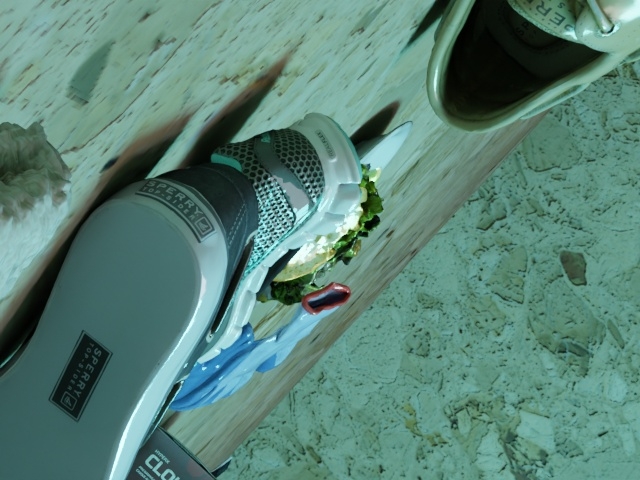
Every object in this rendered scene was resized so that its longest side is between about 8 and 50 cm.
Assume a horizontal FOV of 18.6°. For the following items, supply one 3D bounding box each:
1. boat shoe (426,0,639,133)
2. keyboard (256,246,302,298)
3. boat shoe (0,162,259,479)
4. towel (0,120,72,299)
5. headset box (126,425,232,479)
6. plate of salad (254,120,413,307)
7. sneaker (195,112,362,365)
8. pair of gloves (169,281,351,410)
[{"bbox_3d":[0.149,-0.144,0.996,0.110,0.122,0.341,-46,176,-25],"label":"boat shoe"},{"bbox_3d":[-0.060,0.027,1.022,0.108,0.023,0.180,-30,-170,34],"label":"keyboard"},{"bbox_3d":[-0.093,0.053,0.811,0.076,0.080,0.228,-38,162,-54],"label":"boat shoe"},{"bbox_3d":[-0.160,0.063,0.428,0.187,0.049,0.282,-48,175,19],"label":"towel"},{"bbox_3d":[-0.183,0.290,1.666,0.293,0.110,0.218,-46,174,-15],"label":"headset box"},{"bbox_3d":[0.000,0.000,1.301,0.200,0.048,0.200,-47,175,-5],"label":"plate of salad"},{"bbox_3d":[-0.057,0.004,0.868,0.076,0.065,0.166,-8,147,-49],"label":"sneaker"},{"bbox_3d":[-0.074,0.084,1.284,0.159,0.023,0.198,-40,165,35],"label":"pair of gloves"}]
